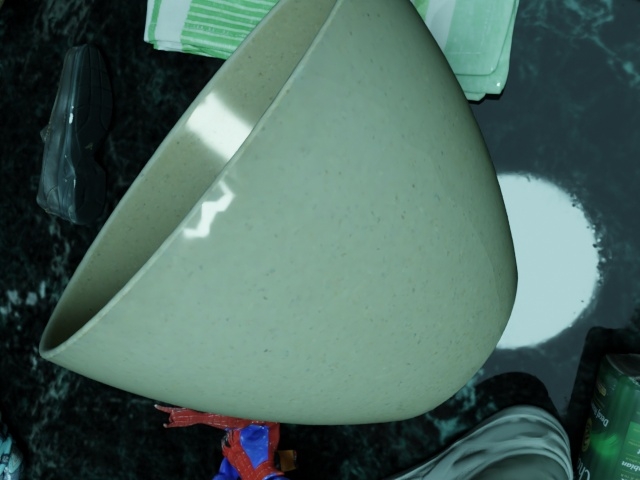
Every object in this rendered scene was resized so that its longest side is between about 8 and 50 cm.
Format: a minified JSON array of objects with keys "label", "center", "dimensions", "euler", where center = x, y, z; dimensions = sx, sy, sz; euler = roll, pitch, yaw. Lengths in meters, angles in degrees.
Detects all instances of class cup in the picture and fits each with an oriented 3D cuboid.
[{"label":"cup","center":[0.000,0.000,0.492],"dimensions":[0.237,0.331,0.331],"euler":[38,105,-20]}]

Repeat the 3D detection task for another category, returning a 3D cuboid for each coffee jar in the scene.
[{"label":"coffee jar","center":[0.244,0.189,0.537],"dimensions":[0.079,0.096,0.184],"euler":[11,98,8]}]

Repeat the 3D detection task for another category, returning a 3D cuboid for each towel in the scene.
[{"label":"towel","center":[0.013,-0.263,0.579],"dimensions":[0.325,0.038,0.248],"euler":[11,97,13]}]

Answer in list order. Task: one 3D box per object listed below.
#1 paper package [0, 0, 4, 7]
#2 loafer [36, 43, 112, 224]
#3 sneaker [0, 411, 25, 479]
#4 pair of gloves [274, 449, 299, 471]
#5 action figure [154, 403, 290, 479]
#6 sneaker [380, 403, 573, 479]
[{"label":"paper package","center":[-0.364,-0.388,0.545],"dimensions":[0.309,0.168,0.325],"euler":[24,87,6]},{"label":"loafer","center":[-0.241,-0.102,0.648],"dimensions":[0.061,0.062,0.170],"euler":[11,97,17]},{"label":"sneaker","center":[-0.362,0.203,0.702],"dimensions":[0.122,0.110,0.283],"euler":[8,101,-5]},{"label":"pair of gloves","center":[-0.053,0.241,0.661],"dimensions":[0.074,0.010,0.083],"euler":[-10,93,15]},{"label":"action figure","center":[-0.062,0.228,0.558],"dimensions":[0.091,0.139,0.280],"euler":[-57,46,30]},{"label":"sneaker","center":[0.081,0.260,0.549],"dimensions":[0.108,0.169,0.292],"euler":[45,105,4]}]
